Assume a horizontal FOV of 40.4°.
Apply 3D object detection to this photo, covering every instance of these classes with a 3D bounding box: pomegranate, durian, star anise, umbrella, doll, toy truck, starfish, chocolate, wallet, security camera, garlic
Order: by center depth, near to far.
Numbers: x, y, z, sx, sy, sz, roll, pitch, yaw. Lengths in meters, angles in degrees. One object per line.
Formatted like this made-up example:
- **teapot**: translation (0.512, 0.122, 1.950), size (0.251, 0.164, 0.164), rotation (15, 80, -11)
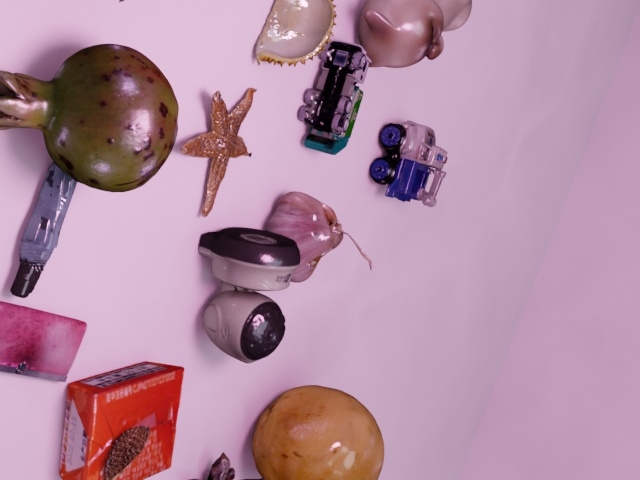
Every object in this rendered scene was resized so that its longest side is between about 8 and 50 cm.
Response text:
- **pomegranate**: translation (-0.369, -0.184, 1.382), size (0.306, 0.242, 0.242), rotation (-22, 123, -41)
- **umbrella**: translation (-0.468, -0.023, 1.471), size (0.053, 0.052, 0.250), rotation (27, 82, -57)
- **wallet**: translation (-0.514, 0.178, 1.528), size (0.232, 0.025, 0.119), rotation (28, 82, -57)
- **durian**: translation (-0.372, 0.401, 1.653), size (0.130, 0.052, 0.066), rotation (-53, -179, -21)
- **chocolate**: translation (-0.394, 0.365, 1.721), size (0.237, 0.108, 0.235), rotation (-10, 114, -52)
- **starfish**: translation (-0.212, -0.196, 1.769), size (0.295, 0.048, 0.231), rotation (-68, 157, -2)
- **durian**: translation (-0.042, -0.463, 1.841), size (0.139, 0.144, 0.252), rotation (23, 91, -35)
- **security camera**: translation (-0.158, 0.124, 1.873), size (0.197, 0.191, 0.277), rotation (-5, 111, -56)
- **toy truck**: translation (0.036, -0.326, 2.014), size (0.124, 0.114, 0.253), rotation (17, 91, -70)
- **garlic**: translation (0.000, 0.000, 2.026), size (0.207, 0.256, 0.207), rotation (-161, -90, -87)
- **star anise**: translation (-0.248, 0.639, 2.059), size (0.212, 0.129, 0.283), rotation (-8, 123, -59)
- **doll**: translation (0.240, -0.562, 2.101), size (0.370, 0.226, 0.215), rotation (-58, 179, -28)
- **pomegranate**: translation (-0.001, 0.514, 2.179), size (0.332, 0.332, 0.332), rotation (-30, 129, -46)
- **toy truck**: translation (0.247, -0.205, 2.314), size (0.161, 0.177, 0.213), rotation (10, 98, -56)

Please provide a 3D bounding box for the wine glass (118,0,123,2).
- **wine glass**: translation (-0.308, -0.539, 1.304), size (0.238, 0.238, 0.323), rotation (-52, 134, -27)
